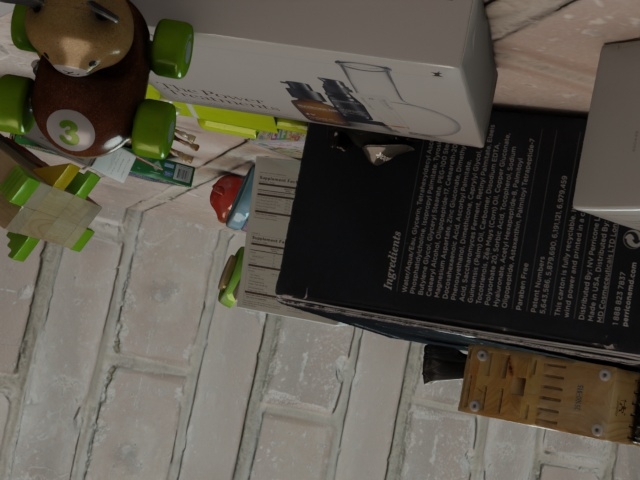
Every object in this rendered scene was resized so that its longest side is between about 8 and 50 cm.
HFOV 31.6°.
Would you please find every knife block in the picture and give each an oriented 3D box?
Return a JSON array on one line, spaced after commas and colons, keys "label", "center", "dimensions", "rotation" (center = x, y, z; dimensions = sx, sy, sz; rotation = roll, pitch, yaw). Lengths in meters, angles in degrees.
[{"label": "knife block", "center": [0.345, 0.204, 1.422], "dimensions": [0.275, 0.088, 0.242], "rotation": [6, 171, 35]}]

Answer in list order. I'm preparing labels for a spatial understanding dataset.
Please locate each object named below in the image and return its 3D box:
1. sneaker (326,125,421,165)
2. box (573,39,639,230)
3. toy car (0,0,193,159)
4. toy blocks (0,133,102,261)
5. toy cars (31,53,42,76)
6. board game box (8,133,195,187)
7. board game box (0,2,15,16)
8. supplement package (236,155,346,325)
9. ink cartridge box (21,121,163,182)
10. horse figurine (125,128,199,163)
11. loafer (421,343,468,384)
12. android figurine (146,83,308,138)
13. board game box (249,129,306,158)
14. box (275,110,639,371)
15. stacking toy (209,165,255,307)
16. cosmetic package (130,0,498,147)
[{"label": "sneaker", "center": [0.097, -0.140, 1.362], "dimensions": [0.234, 0.106, 0.078], "rotation": [6, 173, 40]}, {"label": "box", "center": [0.449, -0.069, 1.083], "dimensions": [0.345, 0.168, 0.215], "rotation": [16, 172, -32]}, {"label": "toy car", "center": [-0.200, -0.157, 0.930], "dimensions": [0.155, 0.149, 0.188], "rotation": [10, 170, 2]}, {"label": "toy blocks", "center": [-0.546, -0.115, 1.942], "dimensions": [0.261, 0.191, 0.381], "rotation": [37, 180, 11]}, {"label": "toy cars", "center": [-0.304, -0.210, 1.472], "dimensions": [0.176, 0.087, 0.393], "rotation": [56, 168, -3]}, {"label": "board game box", "center": [-0.436, -0.170, 2.252], "dimensions": [0.317, 0.046, 0.213], "rotation": [15, 180, -32]}, {"label": "board game box", "center": [-0.363, -0.285, 1.012], "dimensions": [0.233, 0.078, 0.347], "rotation": [15, 173, -32]}, {"label": "supplement package", "center": [0.000, 0.000, 1.963], "dimensions": [0.198, 0.263, 0.199], "rotation": [9, -177, 24]}, {"label": "ink cartridge box", "center": [-0.441, -0.175, 1.963], "dimensions": [0.275, 0.060, 0.239], "rotation": [25, 177, 18]}, {"label": "horse figurine", "center": [-0.292, -0.177, 1.874], "dimensions": [0.174, 0.066, 0.263], "rotation": [22, -179, -4]}, {"label": "loafer", "center": [0.232, 0.198, 1.681], "dimensions": [0.170, 0.061, 0.062], "rotation": [8, 172, 26]}, {"label": "android figurine", "center": [-0.142, -0.195, 1.553], "dimensions": [0.273, 0.056, 0.248], "rotation": [10, 174, 1]}, {"label": "board game box", "center": [-0.025, -0.156, 1.809], "dimensions": [0.103, 0.026, 0.154], "rotation": [17, 172, -42]}, {"label": "box", "center": [0.259, 0.014, 1.585], "dimensions": [0.471, 0.297, 0.480], "rotation": [7, 172, 22]}, {"label": "stacking toy", "center": [-0.178, -0.016, 2.282], "dimensions": [0.130, 0.279, 0.309], "rotation": [24, 173, -10]}, {"label": "cosmetic package", "center": [-0.021, -0.196, 1.144], "dimensions": [0.377, 0.097, 0.284], "rotation": [10, 171, 14]}]
